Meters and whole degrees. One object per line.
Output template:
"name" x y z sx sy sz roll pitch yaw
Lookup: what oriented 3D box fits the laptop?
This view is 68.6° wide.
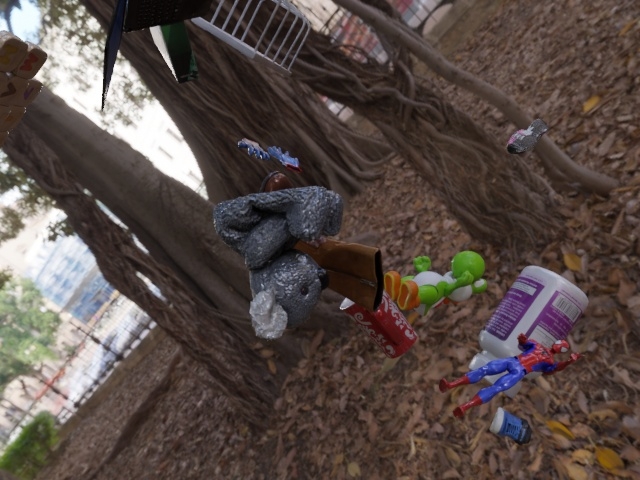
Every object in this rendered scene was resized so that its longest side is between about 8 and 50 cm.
"laptop" -0.253 -0.351 0.764 0.264 0.137 0.234 -27 6 -27

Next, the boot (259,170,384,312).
"boot" 0.000 0.000 0.966 0.096 0.265 0.280 -25 31 -38

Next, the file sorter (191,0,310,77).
"file sorter" -0.164 -0.579 1.251 0.173 0.192 0.277 -58 -7 16

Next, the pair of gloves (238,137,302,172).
"pair of gloves" -0.142 -0.246 1.319 0.023 0.198 0.159 -64 29 18

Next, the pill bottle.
"pill bottle" 0.501 0.227 1.157 0.302 0.169 0.169 -54 13 -3

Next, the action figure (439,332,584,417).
"action figure" 0.382 0.242 0.913 0.280 0.092 0.139 -19 -32 -14

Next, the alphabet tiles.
"alphabet tiles" -0.544 -0.199 0.745 0.284 0.021 0.278 -53 12 3

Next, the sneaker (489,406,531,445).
"sneaker" 0.431 0.420 1.052 0.058 0.084 0.152 -63 -27 -7

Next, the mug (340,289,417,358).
"mug" 0.137 0.194 1.097 0.113 0.169 0.150 -37 7 25

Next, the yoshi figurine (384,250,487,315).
"yoshi figurine" 0.407 0.119 1.571 0.203 0.361 0.204 125 135 -57

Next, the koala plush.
"koala plush" -0.063 0.038 0.744 0.203 0.222 0.196 -6 2 12

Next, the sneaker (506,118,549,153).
"sneaker" 0.659 -0.314 1.503 0.178 0.072 0.077 -30 -23 -23

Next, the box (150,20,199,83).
"box" -0.352 -0.535 0.999 0.058 0.322 0.232 -24 52 -14
